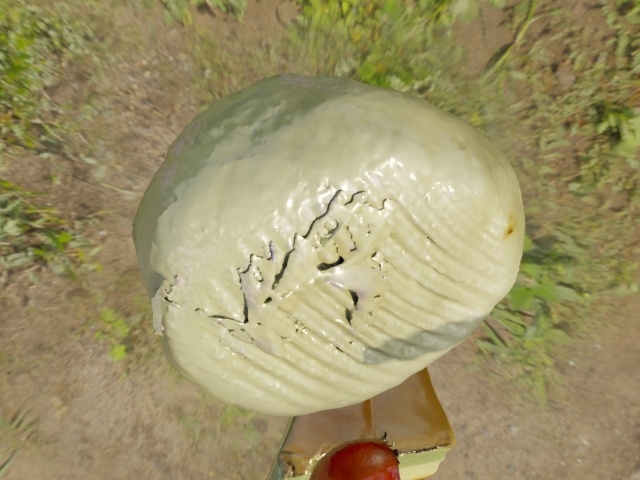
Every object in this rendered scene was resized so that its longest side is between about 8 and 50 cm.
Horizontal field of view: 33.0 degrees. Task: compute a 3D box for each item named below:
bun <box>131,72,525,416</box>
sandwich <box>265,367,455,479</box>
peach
[{"bbox_3d":[0.001,-0.004,0.740,0.273,0.168,0.272,-10,134,-11],"label":"bun"},{"bbox_3d":[0.019,0.200,1.263,0.220,0.108,0.186,-9,56,-20],"label":"sandwich"},{"bbox_3d":[0.020,0.178,0.755,0.061,0.098,0.098,5,91,-17],"label":"peach"}]
